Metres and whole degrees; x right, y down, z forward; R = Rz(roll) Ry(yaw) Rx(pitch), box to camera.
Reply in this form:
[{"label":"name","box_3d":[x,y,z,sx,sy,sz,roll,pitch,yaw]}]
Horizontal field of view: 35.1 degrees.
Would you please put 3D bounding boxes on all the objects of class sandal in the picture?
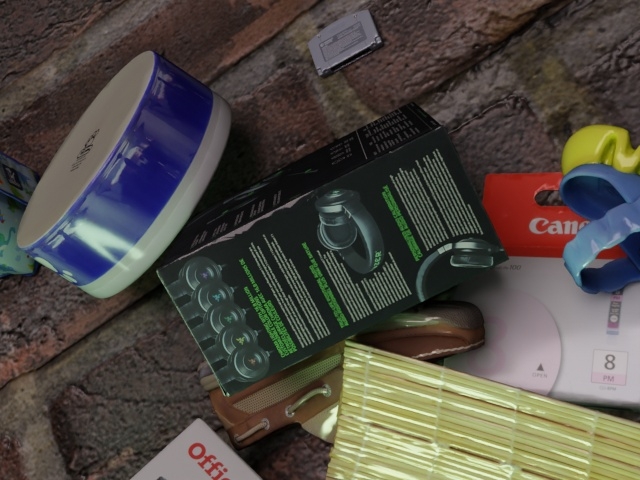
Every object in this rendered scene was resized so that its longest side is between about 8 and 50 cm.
[{"label":"sandal","box_3d":[0.335,0.013,0.847,0.317,0.126,0.138,17,63,30]}]

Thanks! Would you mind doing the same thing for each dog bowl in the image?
[{"label":"dog bowl","box_3d":[-0.218,-0.074,1.117,0.265,0.104,0.265,-41,28,28]}]

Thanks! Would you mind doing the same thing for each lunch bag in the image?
[{"label":"lunch bag","box_3d":[-0.411,-0.041,1.264,0.096,0.129,0.151,-6,69,24]}]

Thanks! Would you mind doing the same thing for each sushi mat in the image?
[{"label":"sushi mat","box_3d":[0.160,0.193,0.874,0.317,0.019,0.151,15,110,15]}]

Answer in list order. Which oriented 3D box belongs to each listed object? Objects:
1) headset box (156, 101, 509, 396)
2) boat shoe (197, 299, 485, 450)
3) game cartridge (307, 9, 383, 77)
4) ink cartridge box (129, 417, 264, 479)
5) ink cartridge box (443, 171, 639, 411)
[{"label":"headset box","box_3d":[0.000,0.000,0.933,0.283,0.246,0.131,-27,101,4]},{"label":"boat shoe","box_3d":[0.023,0.135,0.985,0.324,0.123,0.116,-20,82,37]},{"label":"game cartridge","box_3d":[0.028,-0.230,1.170,0.083,0.017,0.056,-25,67,18]},{"label":"ink cartridge box","box_3d":[-0.140,0.336,0.954,0.273,0.114,0.197,-41,57,-18]},{"label":"ink cartridge box","box_3d":[0.223,0.038,0.959,0.189,0.066,0.232,1,78,28]}]
